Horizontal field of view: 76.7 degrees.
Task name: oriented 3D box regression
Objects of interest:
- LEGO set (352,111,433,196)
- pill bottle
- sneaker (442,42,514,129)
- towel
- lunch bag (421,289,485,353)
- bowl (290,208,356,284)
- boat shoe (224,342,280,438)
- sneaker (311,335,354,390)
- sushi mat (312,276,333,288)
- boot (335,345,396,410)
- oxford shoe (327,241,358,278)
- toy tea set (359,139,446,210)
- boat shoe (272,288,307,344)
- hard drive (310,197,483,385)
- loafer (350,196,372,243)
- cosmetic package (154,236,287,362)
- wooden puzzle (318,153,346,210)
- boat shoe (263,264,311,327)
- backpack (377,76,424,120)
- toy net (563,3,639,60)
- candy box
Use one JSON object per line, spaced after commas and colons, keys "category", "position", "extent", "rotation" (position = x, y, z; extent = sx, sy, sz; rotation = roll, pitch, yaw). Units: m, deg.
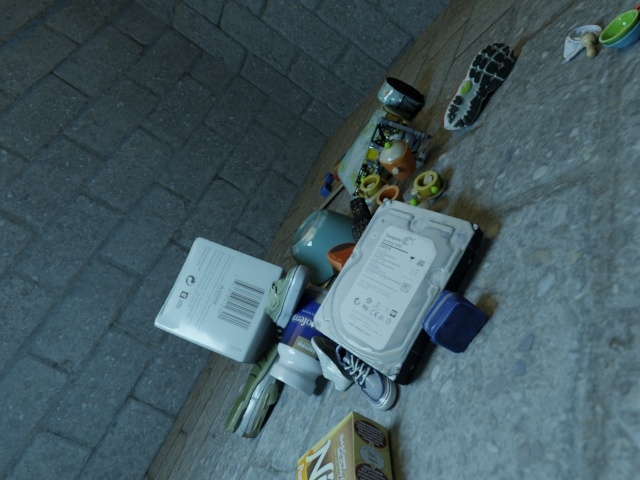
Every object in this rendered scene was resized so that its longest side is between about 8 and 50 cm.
{"category": "LEGO set", "position": [0.258, -0.273, 1.387], "extent": [0.255, 0.192, 0.330], "rotation": [-35, -32, -75]}
{"category": "pill bottle", "position": [-0.022, 0.269, 1.101], "extent": [0.264, 0.153, 0.153], "rotation": [-63, 14, -19]}
{"category": "sneaker", "position": [0.448, -0.451, 1.192], "extent": [0.278, 0.107, 0.118], "rotation": [-53, 5, 7]}
{"category": "towel", "position": [0.213, -0.356, 1.660], "extent": [0.374, 0.090, 0.320], "rotation": [-58, 23, 21]}
{"category": "lunch bag", "position": [0.225, 0.141, 0.701], "extent": [0.098, 0.067, 0.065], "rotation": [-57, 13, 9]}
{"category": "bowl", "position": [0.000, 0.000, 1.556], "extent": [0.311, 0.163, 0.311], "rotation": [-48, 15, 17]}
{"category": "boat shoe", "position": [-0.188, 0.483, 1.306], "extent": [0.302, 0.103, 0.113], "rotation": [-60, 16, -10]}
{"category": "sneaker", "position": [0.019, 0.296, 0.978], "extent": [0.152, 0.054, 0.061], "rotation": [48, 122, 35]}
{"category": "sushi mat", "position": [-0.052, 0.245, 1.548], "extent": [0.316, 0.019, 0.151], "rotation": [-57, 14, 2]}
{"category": "boot", "position": [0.085, 0.278, 0.842], "extent": [0.069, 0.086, 0.190], "rotation": [-58, 13, -1]}
{"category": "oxford shoe", "position": [0.135, 0.118, 1.027], "extent": [0.130, 0.132, 0.363], "rotation": [-21, 24, -11]}
{"category": "toy tea set", "position": [0.221, -0.167, 1.132], "extent": [0.200, 0.124, 0.336], "rotation": [-42, 36, 4]}
{"category": "boat shoe", "position": [-0.110, 0.282, 1.365], "extent": [0.340, 0.158, 0.127], "rotation": [-51, 15, 25]}
{"category": "hard drive", "position": [0.152, 0.087, 0.842], "extent": [0.237, 0.064, 0.338], "rotation": [25, 80, 42]}
{"category": "loafer", "position": [0.152, -0.059, 1.412], "extent": [0.076, 0.078, 0.223], "rotation": [-27, 43, 23]}
{"category": "cosmetic package", "position": [-0.310, 0.239, 1.467], "extent": [0.393, 0.328, 0.329], "rotation": [79, -149, -70]}
{"category": "wooden puzzle", "position": [0.083, -0.351, 2.287], "extent": [0.347, 0.081, 0.322], "rotation": [-50, 15, 28]}
{"category": "boat shoe", "position": [-0.104, 0.157, 1.132], "extent": [0.109, 0.094, 0.302], "rotation": [-61, -3, -39]}
{"category": "backpack", "position": [0.336, -0.618, 1.763], "extent": [0.144, 0.189, 0.165], "rotation": [-47, 17, 37]}
{"category": "toy net", "position": [0.571, -0.429, 0.816], "extent": [0.122, 0.045, 0.232], "rotation": [-54, 14, 13]}
{"category": "candy box", "position": [0.031, 0.456, 0.625], "extent": [0.182, 0.088, 0.316], "rotation": [-51, 14, 24]}
